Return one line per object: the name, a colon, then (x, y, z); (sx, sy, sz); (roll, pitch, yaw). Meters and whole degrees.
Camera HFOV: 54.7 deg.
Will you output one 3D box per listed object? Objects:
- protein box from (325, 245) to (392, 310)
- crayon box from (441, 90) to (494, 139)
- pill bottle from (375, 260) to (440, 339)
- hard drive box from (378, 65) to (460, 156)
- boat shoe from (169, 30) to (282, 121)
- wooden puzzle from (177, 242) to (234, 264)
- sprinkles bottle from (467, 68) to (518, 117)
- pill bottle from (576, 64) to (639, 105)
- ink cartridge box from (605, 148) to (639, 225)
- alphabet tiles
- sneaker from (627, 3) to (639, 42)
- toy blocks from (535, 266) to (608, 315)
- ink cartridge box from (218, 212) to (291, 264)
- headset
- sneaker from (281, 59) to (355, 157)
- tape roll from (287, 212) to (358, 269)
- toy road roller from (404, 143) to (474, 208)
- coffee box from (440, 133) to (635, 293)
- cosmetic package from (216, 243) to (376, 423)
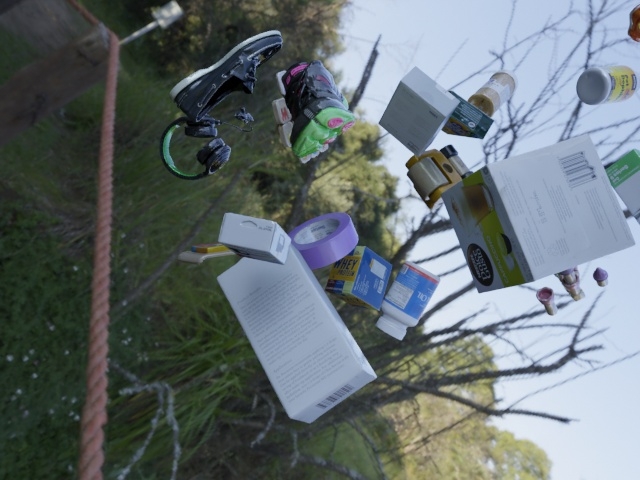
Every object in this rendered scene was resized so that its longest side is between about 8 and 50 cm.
protein box: (0.154, 0.147, 2.455); (0.136, 0.200, 0.201); (3, -22, 43)
crayon box: (0.465, -0.466, 2.277); (0.203, 0.083, 0.323); (29, 5, -20)
pill bottle: (0.260, 0.183, 1.873); (0.124, 0.222, 0.124); (29, 1, -1)
hard drive box: (0.306, -0.403, 1.961); (0.181, 0.089, 0.232); (41, -26, 6)
boat shoe: (-0.229, -0.431, 1.649); (0.113, 0.340, 0.127); (57, -10, 5)
wooden puzzle: (-0.318, 0.027, 1.987); (0.221, 0.238, 0.044); (3, -75, 60)
sprinkles bottle: (0.713, -0.602, 2.556); (0.121, 0.355, 0.121); (17, -53, 24)
pill bottle: (0.926, -0.497, 1.975); (0.117, 0.215, 0.117); (27, -56, 50)
ink cartridge box: (0.995, -0.111, 1.819); (0.211, 0.121, 0.289); (7, 50, -42)
alphabet tiles: (-0.049, -0.389, 1.889); (0.284, 0.021, 0.278); (-40, 121, -51)
sneaker: (0.873, -0.572, 1.672); (0.175, 0.064, 0.067); (13, 44, -57)
toy blocks: (0.905, 0.063, 2.350); (0.260, 0.309, 0.289); (53, 11, -38)
ink cartridge box: (-0.153, -0.001, 1.468); (0.175, 0.127, 0.072); (53, 49, -75)
headset: (-0.436, -0.383, 2.353); (0.243, 0.394, 0.185); (65, 10, -1)
sneaker: (-0.032, -0.352, 1.602); (0.202, 0.185, 0.483); (53, 9, -17)
tape roll: (0.000, 0.000, 2.328); (0.090, 0.274, 0.275); (67, -7, -23)
toy road roller: (0.463, -0.231, 2.537); (0.202, 0.329, 0.240); (56, -45, 16)
coffee box: (0.610, -0.066, 1.801); (0.334, 0.338, 0.338); (140, -69, -74)
cosmetic package: (-0.071, 0.233, 1.677); (0.453, 0.230, 0.161); (58, 5, 27)
